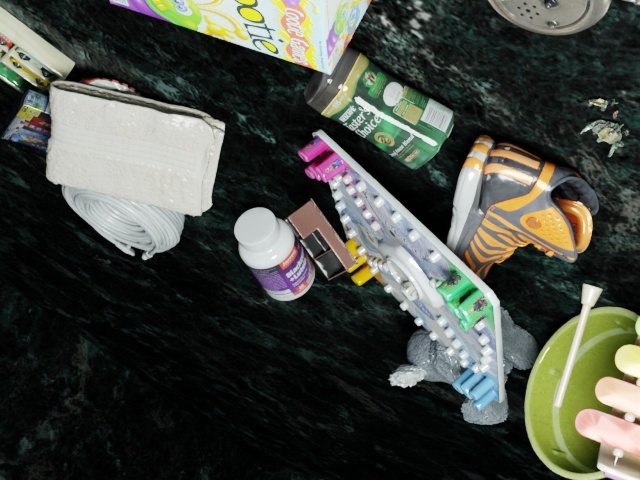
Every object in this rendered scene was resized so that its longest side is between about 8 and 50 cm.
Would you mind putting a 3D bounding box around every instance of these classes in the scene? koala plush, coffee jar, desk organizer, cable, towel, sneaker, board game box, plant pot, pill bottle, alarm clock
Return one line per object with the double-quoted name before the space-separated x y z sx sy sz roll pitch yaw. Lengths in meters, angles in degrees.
"koala plush" 0.239 0.203 1.711 0.203 0.196 0.221 49 150 -21
"coffee jar" 0.073 -0.171 1.199 0.184 0.079 0.096 30 157 -9
"desk organizer" 0.000 0.000 1.518 0.130 0.050 0.047 54 171 -5
"cable" -0.394 -0.069 1.895 0.257 0.089 0.257 39 153 -27
"towel" -0.303 -0.144 1.519 0.282 0.049 0.187 12 124 -5
"sneaker" 0.272 -0.005 1.287 0.180 0.124 0.321 21 157 14
"board game box" -0.090 -0.309 0.994 0.275 0.142 0.144 20 157 14
"board game box" -0.443 -0.198 1.653 0.194 0.060 0.194 19 161 -25
"plant pot" 0.518 0.278 1.507 0.254 0.276 0.276 25 160 -28
"board game box" 0.128 0.059 1.446 0.390 0.050 0.390 47 168 30
"pill bottle" -0.088 0.023 1.744 0.108 0.108 0.193 13 154 28
"sneaker" -0.322 -0.186 1.562 0.088 0.093 0.225 5 149 40
"alarm clock" 0.203 -0.256 0.910 0.192 0.064 0.129 10 152 41

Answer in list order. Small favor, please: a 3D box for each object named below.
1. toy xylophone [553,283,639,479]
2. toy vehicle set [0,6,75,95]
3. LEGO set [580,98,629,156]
"toy xylophone" 0.456 0.183 1.297 0.236 0.322 0.081 11 178 15
"toy vehicle set" -0.551 -0.340 1.546 0.267 0.035 0.166 37 155 -24
"LEGO set" 0.333 -0.135 1.086 0.054 0.023 0.083 17 142 16
